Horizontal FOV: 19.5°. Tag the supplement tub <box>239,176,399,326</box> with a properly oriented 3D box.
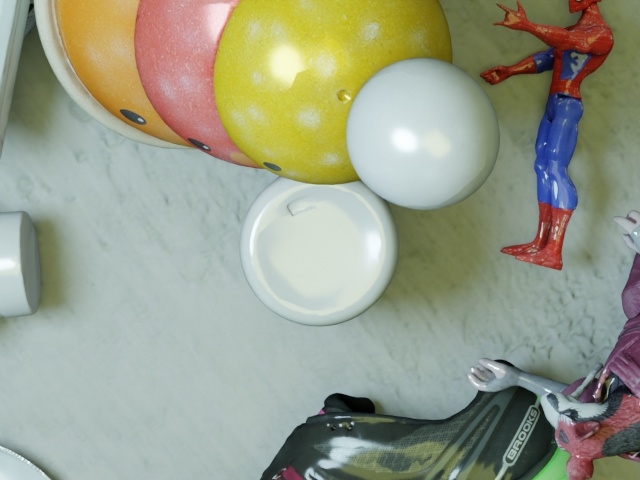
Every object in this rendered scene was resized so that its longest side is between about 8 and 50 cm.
[{"bbox_3d":[0.000,0.000,1.744,0.144,0.200,0.144,0,94,1],"label":"supplement tub"}]

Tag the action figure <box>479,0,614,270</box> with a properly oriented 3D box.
[{"bbox_3d":[0.198,-0.125,1.783,0.139,0.091,0.280,14,94,-12],"label":"action figure"}]

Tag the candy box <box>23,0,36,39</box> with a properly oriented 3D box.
[{"bbox_3d":[-0.362,-0.226,1.773,0.159,0.071,0.233,41,109,-2],"label":"candy box"}]

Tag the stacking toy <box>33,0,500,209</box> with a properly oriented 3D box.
[{"bbox_3d":[-0.011,-0.161,1.560,0.350,0.480,0.351,-13,122,-23],"label":"stacking toy"}]

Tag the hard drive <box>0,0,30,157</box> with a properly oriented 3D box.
[{"bbox_3d":[-0.357,-0.243,1.685,0.203,0.040,0.308,21,115,14],"label":"hard drive"}]

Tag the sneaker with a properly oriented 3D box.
[{"bbox_3d":[0.014,0.260,1.796,0.482,0.185,0.202,-23,75,-1],"label":"sneaker"}]

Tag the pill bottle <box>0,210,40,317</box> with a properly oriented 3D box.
[{"bbox_3d":[-0.400,0.033,1.785,0.245,0.136,0.136,-6,94,1],"label":"pill bottle"}]

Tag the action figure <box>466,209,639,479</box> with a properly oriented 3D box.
[{"bbox_3d":[0.321,0.110,1.682,0.275,0.248,0.370,42,53,0],"label":"action figure"}]

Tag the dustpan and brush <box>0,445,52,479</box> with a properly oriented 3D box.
[{"bbox_3d":[-0.368,0.230,1.835,0.147,0.060,0.211,-41,84,4],"label":"dustpan and brush"}]
